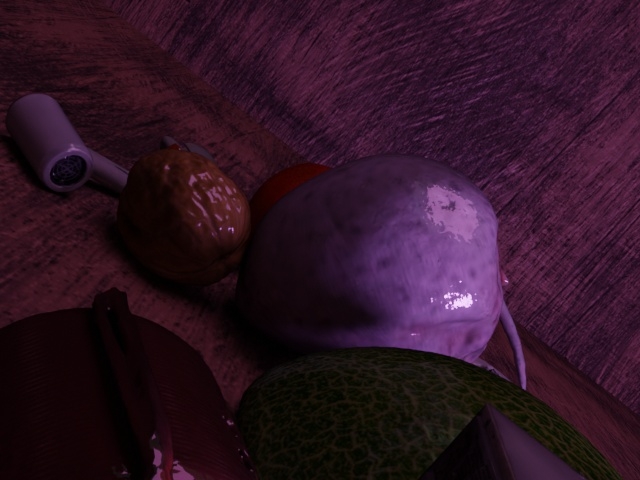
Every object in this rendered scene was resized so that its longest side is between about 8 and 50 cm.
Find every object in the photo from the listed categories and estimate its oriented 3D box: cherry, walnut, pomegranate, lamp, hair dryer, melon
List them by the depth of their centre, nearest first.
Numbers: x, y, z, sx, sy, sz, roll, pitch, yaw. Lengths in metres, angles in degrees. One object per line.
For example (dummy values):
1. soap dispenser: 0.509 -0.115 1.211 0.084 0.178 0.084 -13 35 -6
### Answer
1. lamp: -0.118 0.130 0.424 0.180 0.180 0.258 31 14 -35
2. melon: 0.062 0.207 0.738 0.331 0.226 0.343 -20 46 -24
3. walnut: -0.170 -0.032 1.007 0.184 0.155 0.155 46 13 32
4. cherry: 0.076 0.037 1.028 0.335 0.291 0.326 0 4 -22
5. hair dryer: -0.299 -0.090 1.089 0.131 0.073 0.236 48 5 34
6. pomegranate: 0.000 0.000 1.283 0.256 0.221 0.221 50 13 16

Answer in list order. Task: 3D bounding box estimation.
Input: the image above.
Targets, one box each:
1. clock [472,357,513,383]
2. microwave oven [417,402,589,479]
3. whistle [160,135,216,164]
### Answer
1. clock: 0.301 0.278 1.448 0.319 0.080 0.318 37 10 -8
2. microwave oven: 0.074 0.238 0.440 0.194 0.240 0.145 38 12 -2
3. whistle: -0.202 -0.091 1.257 0.106 0.101 0.253 26 19 -39
